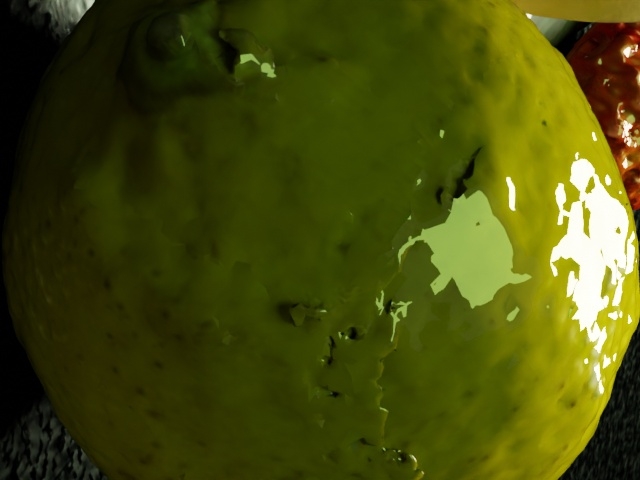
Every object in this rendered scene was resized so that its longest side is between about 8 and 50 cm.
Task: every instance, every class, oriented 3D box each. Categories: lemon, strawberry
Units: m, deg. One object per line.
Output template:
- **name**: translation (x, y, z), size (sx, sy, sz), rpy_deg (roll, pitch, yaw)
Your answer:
- **lemon**: translation (0.000, 0.000, 0.778), size (0.253, 0.253, 0.310), rpy_deg (-62, 150, -24)
- **strawberry**: translation (0.188, -0.073, 1.150), size (0.236, 0.107, 0.175), rpy_deg (-40, 168, -41)

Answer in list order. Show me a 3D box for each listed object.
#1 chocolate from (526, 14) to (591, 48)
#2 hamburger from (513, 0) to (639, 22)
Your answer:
- **chocolate**: translation (0.137, -0.180, 1.111), size (0.254, 0.080, 0.157), rpy_deg (-43, 136, -45)
- **hamburger**: translation (0.128, -0.248, 0.862), size (0.274, 0.274, 0.212), rpy_deg (-45, 158, -43)
